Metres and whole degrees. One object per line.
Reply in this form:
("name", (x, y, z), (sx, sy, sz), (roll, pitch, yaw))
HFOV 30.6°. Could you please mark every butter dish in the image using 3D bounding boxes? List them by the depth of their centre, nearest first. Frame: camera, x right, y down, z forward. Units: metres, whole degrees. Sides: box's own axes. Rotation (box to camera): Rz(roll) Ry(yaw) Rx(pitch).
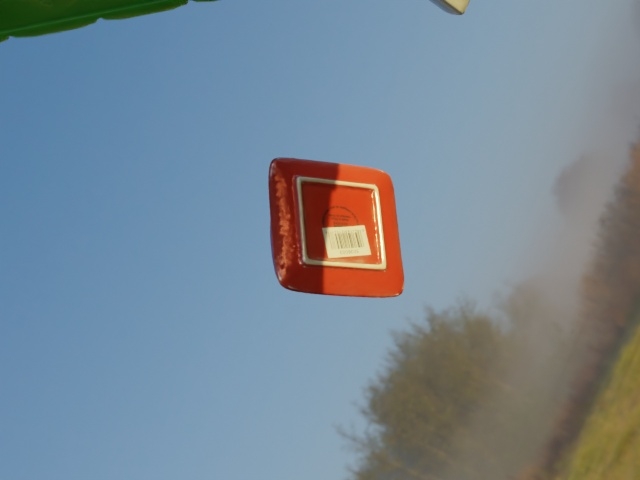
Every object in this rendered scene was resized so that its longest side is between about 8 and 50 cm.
("butter dish", (0.000, 0.000, 1.338), (0.118, 0.160, 0.159), (-38, 52, 56))

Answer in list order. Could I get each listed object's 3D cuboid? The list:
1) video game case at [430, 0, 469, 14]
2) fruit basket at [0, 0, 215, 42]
("video game case", (0.076, -0.269, 0.795), (0.190, 0.022, 0.173), (22, -88, -47))
("fruit basket", (-0.224, -0.382, 0.971), (0.392, 0.392, 0.283), (-62, -16, -15))
